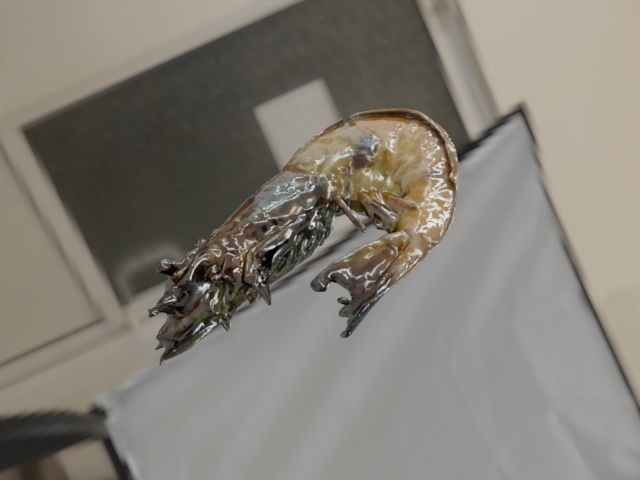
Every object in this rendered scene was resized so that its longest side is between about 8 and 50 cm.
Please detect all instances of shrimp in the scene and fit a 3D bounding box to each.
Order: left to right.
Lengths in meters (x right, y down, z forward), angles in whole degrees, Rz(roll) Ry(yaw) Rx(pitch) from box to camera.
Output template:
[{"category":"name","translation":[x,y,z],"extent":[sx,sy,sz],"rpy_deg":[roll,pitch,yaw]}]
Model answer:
[{"category":"shrimp","translation":[0.003,0.006,1.343],"extent":[0.178,0.289,0.075],"rpy_deg":[23,-38,42]}]
